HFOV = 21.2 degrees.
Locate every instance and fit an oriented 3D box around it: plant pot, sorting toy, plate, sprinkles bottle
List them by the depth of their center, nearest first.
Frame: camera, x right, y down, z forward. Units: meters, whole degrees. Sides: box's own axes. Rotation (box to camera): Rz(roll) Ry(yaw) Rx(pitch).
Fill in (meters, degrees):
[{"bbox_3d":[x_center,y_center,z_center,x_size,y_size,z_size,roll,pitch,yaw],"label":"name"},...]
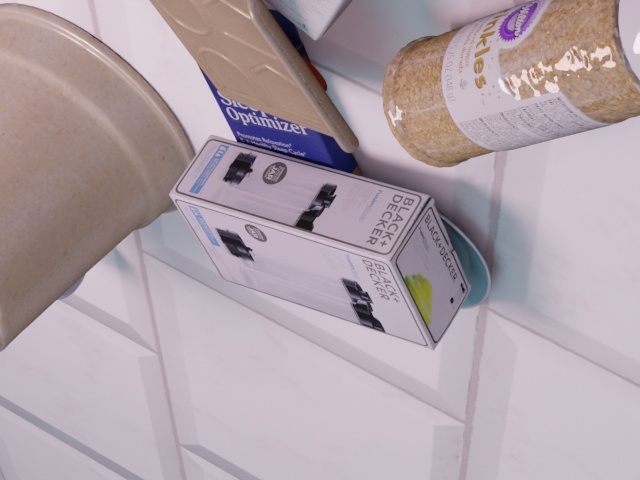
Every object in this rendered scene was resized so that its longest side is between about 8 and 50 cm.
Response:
[{"bbox_3d":[0.196,-0.142,1.386,0.121,0.121,0.355,47,151,-19],"label":"sprinkles bottle"},{"bbox_3d":[-0.095,-0.214,1.559,0.229,0.041,0.307,29,163,44],"label":"sorting toy"},{"bbox_3d":[0.104,0.003,1.826,0.188,0.024,0.188,27,152,16],"label":"plate"},{"bbox_3d":[-0.364,-0.048,1.982,0.333,0.305,0.334,28,152,16],"label":"plant pot"}]

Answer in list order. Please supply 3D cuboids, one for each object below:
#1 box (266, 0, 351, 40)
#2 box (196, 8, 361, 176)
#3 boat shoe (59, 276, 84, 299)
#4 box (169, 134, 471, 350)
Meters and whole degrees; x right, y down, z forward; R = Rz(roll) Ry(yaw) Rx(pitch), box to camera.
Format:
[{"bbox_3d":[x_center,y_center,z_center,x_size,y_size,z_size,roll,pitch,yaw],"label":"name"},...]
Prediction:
[{"bbox_3d":[-0.003,-0.251,1.468,0.102,0.101,0.087,38,153,-2],"label":"box"},{"bbox_3d":[-0.053,-0.149,1.760,0.136,0.036,0.225,14,144,36],"label":"box"},{"bbox_3d":[-0.468,-0.058,2.274,0.367,0.136,0.156,46,151,-11],"label":"boat shoe"},{"bbox_3d":[0.000,0.000,1.807,0.290,0.087,0.169,17,152,31],"label":"box"}]
